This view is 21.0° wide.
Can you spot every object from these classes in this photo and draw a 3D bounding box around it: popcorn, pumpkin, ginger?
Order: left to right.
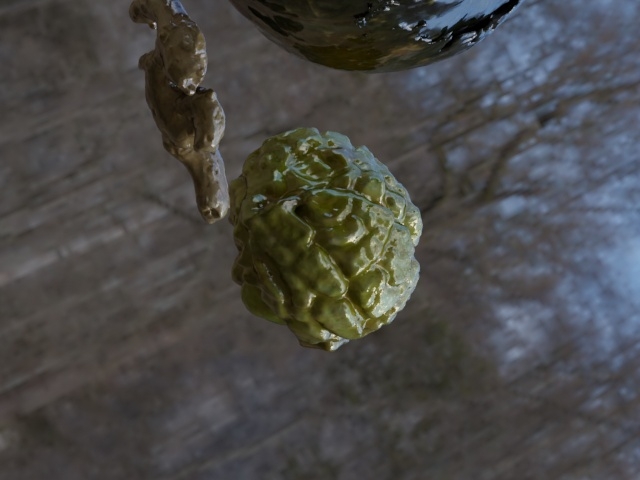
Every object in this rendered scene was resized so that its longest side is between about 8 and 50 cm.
[{"bbox_3d":[-0.137,-0.130,1.791,0.149,0.065,0.258,-148,-138,-66],"label":"ginger"},{"bbox_3d":[0.000,0.000,2.026,0.258,0.224,0.270,180,-102,-76],"label":"popcorn"},{"bbox_3d":[0.081,-0.376,1.742,0.344,0.454,0.454,37,-40,30],"label":"pumpkin"}]
